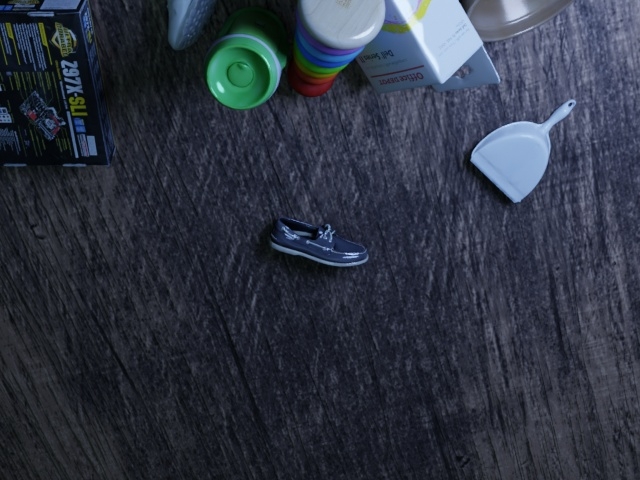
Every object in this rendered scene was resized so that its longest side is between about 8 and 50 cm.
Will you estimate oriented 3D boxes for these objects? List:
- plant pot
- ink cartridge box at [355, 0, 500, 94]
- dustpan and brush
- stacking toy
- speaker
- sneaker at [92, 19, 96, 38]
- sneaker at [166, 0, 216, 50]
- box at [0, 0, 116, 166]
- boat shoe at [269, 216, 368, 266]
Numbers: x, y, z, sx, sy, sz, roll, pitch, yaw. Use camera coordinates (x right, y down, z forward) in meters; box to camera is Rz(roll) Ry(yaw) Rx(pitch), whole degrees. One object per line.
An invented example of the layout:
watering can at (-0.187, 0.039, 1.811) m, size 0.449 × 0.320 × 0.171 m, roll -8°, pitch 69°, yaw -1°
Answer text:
plant pot at (0.337, -0.457, 1.522) m, size 0.237 × 0.237 × 0.110 m, roll -26°, pitch 72°, yaw 13°
ink cartridge box at (0.135, -0.376, 1.529) m, size 0.119 × 0.207 × 0.353 m, roll -44°, pitch 111°, yaw -20°
dustpan and brush at (0.411, -0.192, 1.711) m, size 0.147 × 0.060 × 0.211 m, roll 41°, pitch 116°, yaw -18°
stacking toy at (0.007, -0.339, 1.522) m, size 0.141 × 0.330 × 0.141 m, roll 2°, pitch 80°, yaw -10°
speaker at (-0.124, -0.319, 1.521) m, size 0.131 × 0.296 × 0.131 m, roll 0°, pitch 115°, yaw 1°
sneaker at (-0.475, -0.441, 1.599) m, size 0.086 × 0.064 × 0.192 m, roll -13°, pitch 118°, yaw 2°
sneaker at (-0.239, -0.459, 1.587) m, size 0.094 × 0.090 × 0.235 m, roll 25°, pitch 113°, yaw 9°
box at (-0.533, -0.287, 1.632) m, size 0.257 × 0.079 × 0.322 m, roll -1°, pitch 129°, yaw 0°
boat shoe at (0.000, 0.000, 1.793) m, size 0.206 × 0.075 × 0.065 m, roll 12°, pitch 118°, yaw 1°
